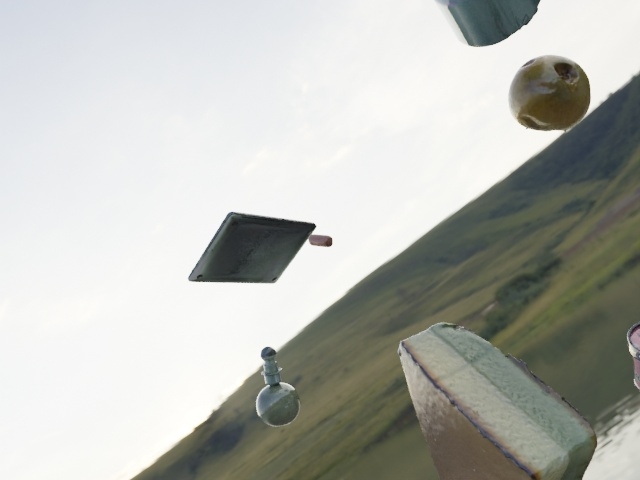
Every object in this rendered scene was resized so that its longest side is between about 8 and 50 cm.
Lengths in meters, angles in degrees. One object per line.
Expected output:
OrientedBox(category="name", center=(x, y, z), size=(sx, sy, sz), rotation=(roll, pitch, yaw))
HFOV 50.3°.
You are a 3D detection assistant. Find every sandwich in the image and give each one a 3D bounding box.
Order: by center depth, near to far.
OrientedBox(category="sandwich", center=(0.186, 0.225, 0.789), size=(0.108, 0.220, 0.186), rotation=(-22, -46, -24))

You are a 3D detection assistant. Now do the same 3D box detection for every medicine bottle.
OrientedBox(category="medicine bottle", center=(0.378, -0.660, 1.669), size=(0.245, 0.245, 0.290), rotation=(-40, -46, 10))

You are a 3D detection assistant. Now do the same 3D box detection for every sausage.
OrientedBox(category="sausage", center=(0.000, 0.000, 1.871), size=(0.034, 0.034, 0.083), rotation=(-25, 20, -39))

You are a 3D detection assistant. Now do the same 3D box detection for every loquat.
OrientedBox(category="loquat", center=(0.596, -0.380, 1.778), size=(0.213, 0.213, 0.213), rotation=(-34, -15, -10))

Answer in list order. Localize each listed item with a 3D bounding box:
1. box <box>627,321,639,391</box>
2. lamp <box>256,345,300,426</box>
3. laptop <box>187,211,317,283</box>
OrientedBox(category="box", center=(0.753, 0.266, 1.491), size=(0.151, 0.151, 0.135), rotation=(-28, -60, -29))
OrientedBox(category="lamp", center=(-0.094, 0.295, 1.394), size=(0.091, 0.163, 0.091), rotation=(-11, 8, 2))
OrientedBox(category="laptop", center=(-0.141, 0.024, 1.461), size=(0.269, 0.015, 0.187), rotation=(6, -53, -50))
